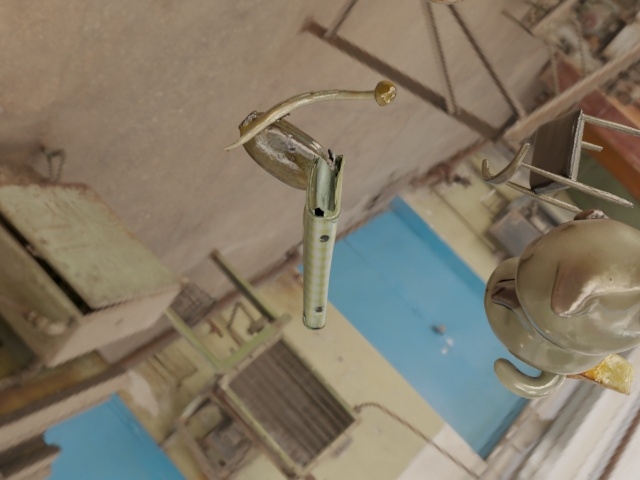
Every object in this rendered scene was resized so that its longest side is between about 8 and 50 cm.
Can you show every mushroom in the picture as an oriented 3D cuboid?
[{"bbox_3d":[-0.022,-0.216,1.446,0.306,0.043,0.068,-13,-147,15],"label":"mushroom"}]

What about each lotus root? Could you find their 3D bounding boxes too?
[{"bbox_3d":[-0.084,-0.205,2.003,0.123,0.241,0.124,-52,-166,22],"label":"lotus root"}]

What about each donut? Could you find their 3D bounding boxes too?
[{"bbox_3d":[0.488,0.224,1.612,0.174,0.190,0.074,28,80,-44],"label":"donut"}]

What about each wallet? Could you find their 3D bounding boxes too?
[{"bbox_3d":[0.000,0.000,1.776,0.223,0.077,0.309,-90,-176,-47],"label":"wallet"}]

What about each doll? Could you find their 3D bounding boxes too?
[{"bbox_3d":[0.370,0.082,1.275,0.215,0.225,0.370,1,157,-3],"label":"doll"}]

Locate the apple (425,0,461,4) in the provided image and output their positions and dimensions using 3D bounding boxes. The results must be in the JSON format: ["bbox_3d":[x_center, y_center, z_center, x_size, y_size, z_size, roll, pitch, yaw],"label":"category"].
[{"bbox_3d":[0.139,-0.357,1.043,0.146,0.146,0.131,-43,152,-8],"label":"apple"}]

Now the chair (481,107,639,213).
[{"bbox_3d":[0.472,-0.164,1.730,0.188,0.272,0.166,161,-60,-75],"label":"chair"}]
